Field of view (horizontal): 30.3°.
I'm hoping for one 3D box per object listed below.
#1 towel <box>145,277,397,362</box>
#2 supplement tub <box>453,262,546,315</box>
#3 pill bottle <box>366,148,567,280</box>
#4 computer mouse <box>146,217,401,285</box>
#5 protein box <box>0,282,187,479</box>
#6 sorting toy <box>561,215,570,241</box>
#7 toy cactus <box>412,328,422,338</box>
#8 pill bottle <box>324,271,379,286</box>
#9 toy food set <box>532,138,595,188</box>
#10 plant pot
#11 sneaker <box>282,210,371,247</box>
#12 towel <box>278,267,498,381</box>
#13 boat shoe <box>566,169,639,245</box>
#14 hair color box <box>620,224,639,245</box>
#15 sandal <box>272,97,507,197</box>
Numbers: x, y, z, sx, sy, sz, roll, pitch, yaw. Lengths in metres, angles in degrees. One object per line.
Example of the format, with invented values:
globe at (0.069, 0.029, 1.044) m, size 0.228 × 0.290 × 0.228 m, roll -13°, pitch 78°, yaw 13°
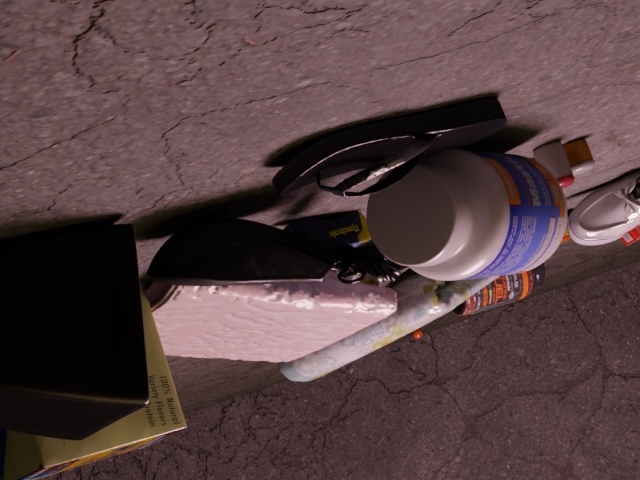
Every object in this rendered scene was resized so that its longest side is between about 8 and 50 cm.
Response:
towel at (-0.110, 0.107, 1.665) m, size 0.331 × 0.054 × 0.317 m, roll 6°, pitch 159°, yaw -29°
supplement tub at (0.349, 0.078, 2.358) m, size 0.197 × 0.106 × 0.106 m, roll -15°, pitch 169°, yaw -20°
pill bottle at (0.170, -0.031, 1.382) m, size 0.152 × 0.152 × 0.272 m, roll -25°, pitch 168°, yaw 31°
computer mouse at (-0.063, 0.010, 1.332) m, size 0.272 × 0.072 × 0.188 m, roll -1°, pitch -176°, yaw -26°
protein box at (-0.310, 0.180, 1.493) m, size 0.201 × 0.200 × 0.136 m, roll -11°, pitch 167°, yaw -39°
sorting toy at (0.496, -0.033, 2.229) m, size 0.208 × 0.038 × 0.193 m, roll -16°, pitch 169°, yaw -11°
toy cactus at (0.109, 0.148, 2.363) m, size 0.180 × 0.112 × 0.219 m, roll 2°, pitch 168°, yaw -36°
pill bottle at (0.049, 0.056, 1.844) m, size 0.065 × 0.065 × 0.116 m, roll -24°, pitch 168°, yaw 26°
toy food set at (0.259, -0.048, 1.568) m, size 0.232 × 0.105 × 0.111 m, roll -21°, pitch 169°, yaw 12°
plant pot at (-0.292, 0.096, 1.190) m, size 0.166 × 0.188 × 0.187 m, roll 3°, pitch 159°, yaw -33°
sneaker at (0.000, 0.000, 1.515) m, size 0.144 × 0.053 × 0.059 m, roll -7°, pitch 166°, yaw -43°
towel at (0.136, 0.101, 1.963) m, size 0.320 × 0.090 × 0.374 m, roll -32°, pitch 177°, yaw 33°
boat shoe at (0.528, -0.077, 1.964) m, size 0.258 × 0.095 × 0.084 m, roll -30°, pitch 165°, yaw 2°
hair color box at (0.614, -0.054, 2.186) m, size 0.141 × 0.043 × 0.072 m, roll -38°, pitch 173°, yaw -9°
sandal at (0.076, -0.087, 1.198) m, size 0.254 × 0.055 × 0.097 m, roll -16°, pitch 169°, yaw -13°
